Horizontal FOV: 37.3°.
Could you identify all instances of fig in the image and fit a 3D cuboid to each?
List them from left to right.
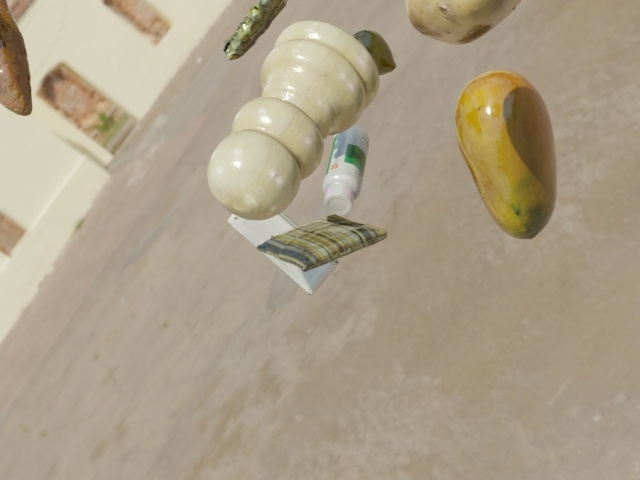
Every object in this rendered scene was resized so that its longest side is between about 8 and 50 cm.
[{"bbox_3d":[0.082,-0.299,1.532,0.074,0.088,0.074,-57,0,0],"label":"fig"}]

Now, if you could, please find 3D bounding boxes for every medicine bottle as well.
[{"bbox_3d":[0.059,-0.167,2.269,0.095,0.095,0.260,-39,24,38],"label":"medicine bottle"}]

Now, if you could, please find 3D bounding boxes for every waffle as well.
[{"bbox_3d":[-0.119,-0.467,1.959,0.204,0.054,0.223,-41,13,42],"label":"waffle"}]

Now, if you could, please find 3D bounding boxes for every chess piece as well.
[{"bbox_3d":[-0.050,-0.157,1.311,0.167,0.167,0.300,-31,22,51],"label":"chess piece"}]

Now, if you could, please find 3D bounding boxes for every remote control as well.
[{"bbox_3d":[-0.091,0.002,2.313,0.103,0.277,0.055,-51,-7,20],"label":"remote control"}]

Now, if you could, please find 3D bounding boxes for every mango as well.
[{"bbox_3d":[0.287,-0.134,1.439,0.139,0.255,0.175,-7,21,30],"label":"mango"}]

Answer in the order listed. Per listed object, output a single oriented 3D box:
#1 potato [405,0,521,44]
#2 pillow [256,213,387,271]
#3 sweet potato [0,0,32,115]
[{"bbox_3d":[0.163,-0.295,1.088,0.161,0.128,0.235,-43,6,34],"label":"potato"},{"bbox_3d":[0.000,0.000,1.980,0.212,0.052,0.208,-24,25,-26],"label":"pillow"},{"bbox_3d":[-0.527,-0.309,1.538,0.097,0.252,0.097,-23,-16,-7],"label":"sweet potato"}]
